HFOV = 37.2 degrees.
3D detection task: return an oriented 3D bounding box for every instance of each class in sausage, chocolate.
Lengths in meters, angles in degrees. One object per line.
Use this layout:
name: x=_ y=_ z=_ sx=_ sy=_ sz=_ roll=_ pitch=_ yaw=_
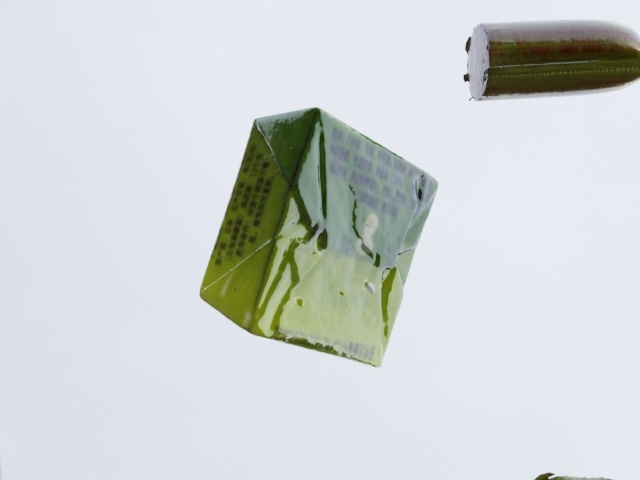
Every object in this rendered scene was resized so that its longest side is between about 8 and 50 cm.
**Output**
sausage: x=0.380 y=-0.275 z=1.420 sx=0.317 sy=0.125 sz=0.117 roll=-4 pitch=-84 yaw=-1
chocolate: x=0.000 y=0.000 z=1.280 sx=0.137 sy=0.289 sz=0.300 roll=12 pitch=-7 yaw=40

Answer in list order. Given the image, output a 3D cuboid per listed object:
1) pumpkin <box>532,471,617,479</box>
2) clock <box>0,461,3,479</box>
pumpkin: x=0.103 y=0.190 z=0.292 sx=0.110 sy=0.217 sz=0.217 roll=19 pitch=-41 yaw=-13
clock: x=-0.227 y=0.194 z=0.445 sx=0.231 sy=0.262 sz=0.116 roll=-31 pitch=-33 yaw=17
